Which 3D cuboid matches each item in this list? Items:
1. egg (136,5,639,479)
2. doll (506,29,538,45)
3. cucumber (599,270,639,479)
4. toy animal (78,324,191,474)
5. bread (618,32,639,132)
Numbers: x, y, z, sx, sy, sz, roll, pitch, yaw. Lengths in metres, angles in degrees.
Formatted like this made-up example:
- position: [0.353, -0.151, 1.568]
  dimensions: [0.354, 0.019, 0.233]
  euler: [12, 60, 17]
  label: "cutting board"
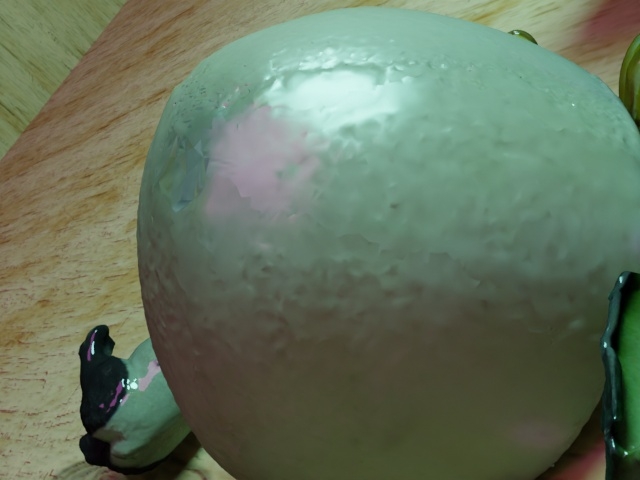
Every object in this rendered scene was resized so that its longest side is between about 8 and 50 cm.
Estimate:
- position: [0.000, 0.000, 0.699]
  dimensions: [0.337, 0.201, 0.337]
  euler: [-28, 52, 42]
  label: "egg"
- position: [0.109, -0.056, 0.852]
  dimensions: [0.129, 0.081, 0.207]
  euler: [-42, 19, 55]
  label: "doll"
- position: [0.170, 0.087, 0.506]
  dimensions: [0.115, 0.086, 0.193]
  euler: [5, 36, 5]
  label: "cucumber"
- position: [-0.112, 0.089, 0.994]
  dimensions: [0.225, 0.094, 0.121]
  euler: [-45, 30, -20]
  label: "toy animal"
- position: [0.211, -0.078, 0.693]
  dimensions: [0.083, 0.094, 0.157]
  euler: [-38, 32, 12]
  label: "bread"
